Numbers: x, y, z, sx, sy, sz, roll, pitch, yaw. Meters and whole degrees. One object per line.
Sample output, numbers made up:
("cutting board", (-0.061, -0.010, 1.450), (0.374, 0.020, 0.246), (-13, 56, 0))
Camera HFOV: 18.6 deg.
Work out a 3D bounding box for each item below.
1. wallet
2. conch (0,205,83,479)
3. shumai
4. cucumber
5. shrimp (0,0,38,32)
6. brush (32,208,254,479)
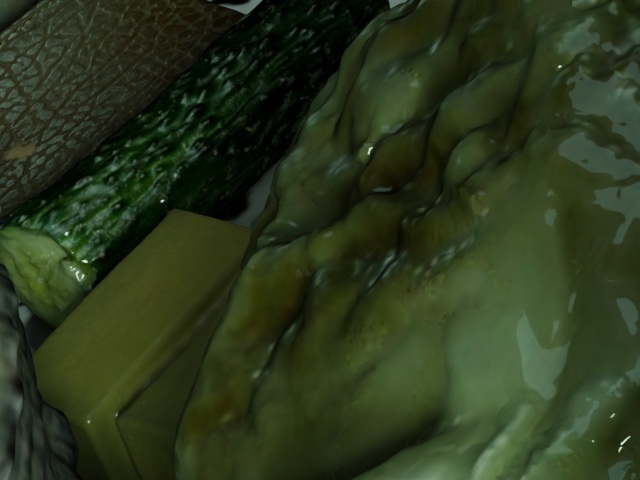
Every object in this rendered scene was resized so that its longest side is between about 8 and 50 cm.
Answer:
("wallet", (-0.132, -0.031, 0.811), (0.133, 0.039, 0.243), (23, 54, 38))
("conch", (-0.173, 0.094, 0.558), (0.240, 0.186, 0.313), (-38, 48, 25))
("shumai", (0.047, 0.059, 0.464), (0.256, 0.189, 0.218), (6, 42, 41))
("cucumber", (-0.043, -0.039, 0.757), (0.058, 0.058, 0.187), (18, 52, 43))
("shrimp", (-0.205, -0.121, 0.952), (0.289, 0.075, 0.178), (-47, 37, -11))
("brush", (0.000, 0.000, 0.688), (0.103, 0.047, 0.233), (11, 46, 38))
